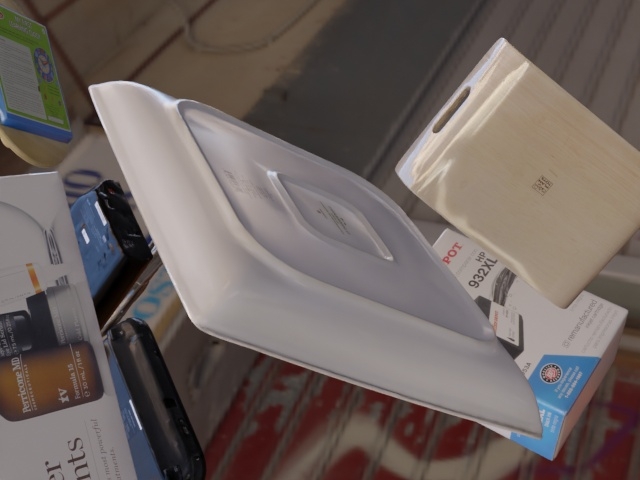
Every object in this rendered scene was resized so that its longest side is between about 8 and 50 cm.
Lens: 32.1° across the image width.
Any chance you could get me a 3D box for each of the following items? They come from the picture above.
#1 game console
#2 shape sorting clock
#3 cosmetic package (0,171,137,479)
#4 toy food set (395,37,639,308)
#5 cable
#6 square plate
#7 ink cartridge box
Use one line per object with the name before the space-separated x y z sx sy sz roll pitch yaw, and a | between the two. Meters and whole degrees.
game console | -0.216 0.124 1.119 0.044 0.361 0.213 8 -48 -43
shape sorting clock | -0.315 -0.170 1.129 0.206 0.040 0.206 -16 -90 -78
cosmetic package | -0.295 0.146 0.852 0.284 0.097 0.377 -11 -97 -45
toy food set | 0.279 -0.081 1.435 0.219 0.306 0.092 -50 8 15
cable | -0.284 0.050 1.619 0.139 0.072 0.287 -59 8 -32
square plate | 0.000 0.000 0.910 0.344 0.347 0.049 23 -68 -36
ink cartridge box | 0.263 0.146 1.653 0.223 0.307 0.129 -49 -27 -33
